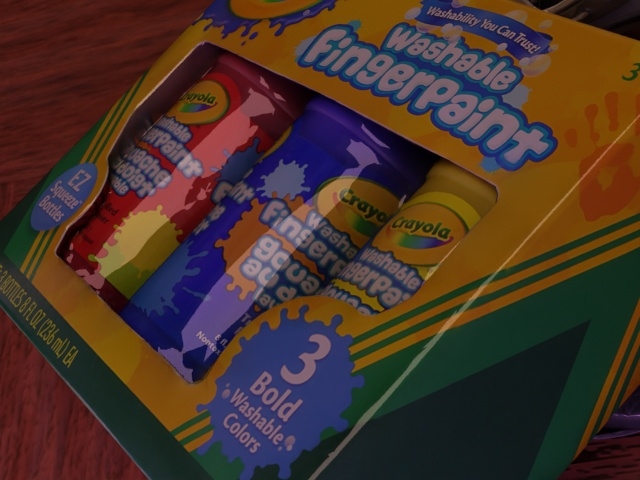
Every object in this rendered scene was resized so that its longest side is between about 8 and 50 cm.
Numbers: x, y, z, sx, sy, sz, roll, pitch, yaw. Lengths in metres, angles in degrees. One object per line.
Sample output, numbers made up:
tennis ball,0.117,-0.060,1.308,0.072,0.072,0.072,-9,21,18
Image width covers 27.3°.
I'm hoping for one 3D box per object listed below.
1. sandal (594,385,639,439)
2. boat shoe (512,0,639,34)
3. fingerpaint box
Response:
sandal,0.176,0.098,0.908,0.254,0.054,0.097,-12,49,28
boat shoe,0.178,-0.196,0.980,0.302,0.103,0.113,-17,56,46
fingerpaint box,0.000,0.000,0.893,0.371,0.163,0.445,-47,38,-7
